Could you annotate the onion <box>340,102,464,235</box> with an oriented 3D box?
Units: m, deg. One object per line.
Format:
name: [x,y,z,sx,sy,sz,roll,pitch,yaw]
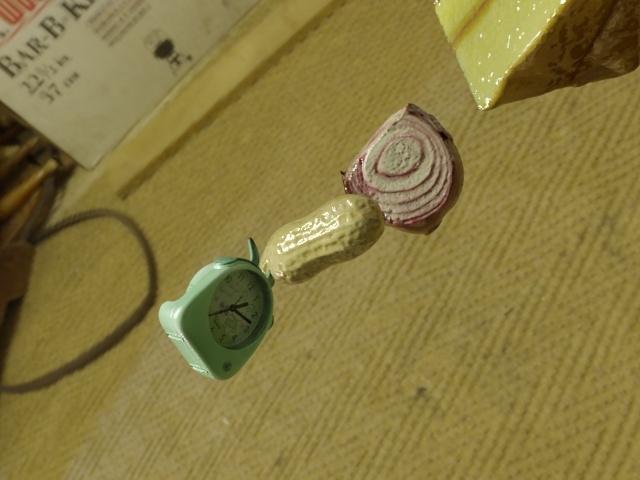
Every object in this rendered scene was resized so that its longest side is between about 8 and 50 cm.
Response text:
onion: [0.175,-0.131,1.825,0.216,0.206,0.207,-44,4,17]

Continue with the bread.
bread: [0.294,-0.390,1.215,0.244,0.362,0.233,-13,53,-5]

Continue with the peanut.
peanut: [0.000,0.000,1.359,0.214,0.090,0.098,-25,7,27]

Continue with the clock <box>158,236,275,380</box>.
clock: [-0.088,0.063,0.937,0.041,0.101,0.135,8,47,44]
